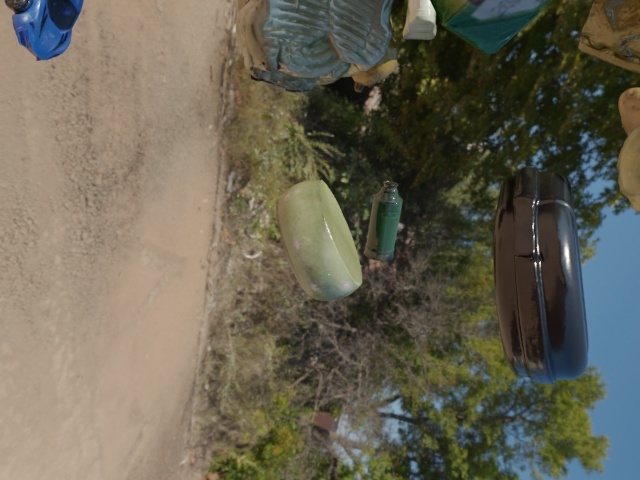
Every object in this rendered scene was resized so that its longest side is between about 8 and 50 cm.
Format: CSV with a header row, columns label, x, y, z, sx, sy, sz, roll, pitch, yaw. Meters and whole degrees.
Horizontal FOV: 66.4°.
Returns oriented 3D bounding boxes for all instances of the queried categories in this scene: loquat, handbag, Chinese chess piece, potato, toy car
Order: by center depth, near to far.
label,x,y,z,sx,sy,sz,roll,pitch,yaw
handbag,0.290,0.035,0.639,0.308,0.092,0.254,-52,131,-54
toy car,-0.387,-0.365,0.712,0.103,0.063,0.217,81,12,-76
Chinese chess piece,0.000,0.000,1.004,0.250,0.101,0.251,-20,90,-78
potato,0.981,-0.353,1.458,0.234,0.161,0.128,38,90,-39
loquat,0.148,-0.545,1.474,0.149,0.172,0.205,-14,132,-42

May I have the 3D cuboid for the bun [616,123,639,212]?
label,x,y,z,sx,sy,sz,roll,pitch,yaw
bun,0.791,-0.162,1.115,0.160,0.259,0.260,121,-15,-76

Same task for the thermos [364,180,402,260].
label,x,y,z,sx,sy,sz,roll,pitch,yaw
thermos,0.156,-0.050,1.176,0.083,0.073,0.188,-45,146,-59

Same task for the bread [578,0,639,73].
label,x,y,z,sx,sy,sz,roll,pitch,yaw
bread,0.694,-0.469,1.033,0.239,0.252,0.196,-53,161,-25

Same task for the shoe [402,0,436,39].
label,x,y,z,sx,sy,sz,roll,pitch,yaw
shoe,0.283,-0.633,1.365,0.265,0.094,0.110,-65,157,-76

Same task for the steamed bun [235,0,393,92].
label,x,y,z,sx,sy,sz,roll,pitch,yaw
steamed bun,-0.037,-0.470,0.978,0.394,0.347,0.237,-47,-155,-13

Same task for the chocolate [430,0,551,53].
label,x,y,z,sx,sy,sz,roll,pitch,yaw
chocolate,0.279,-0.547,0.754,0.341,0.161,0.361,-38,-112,51
